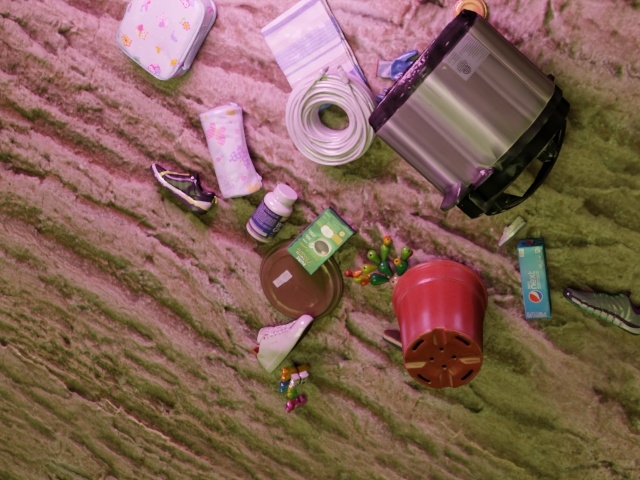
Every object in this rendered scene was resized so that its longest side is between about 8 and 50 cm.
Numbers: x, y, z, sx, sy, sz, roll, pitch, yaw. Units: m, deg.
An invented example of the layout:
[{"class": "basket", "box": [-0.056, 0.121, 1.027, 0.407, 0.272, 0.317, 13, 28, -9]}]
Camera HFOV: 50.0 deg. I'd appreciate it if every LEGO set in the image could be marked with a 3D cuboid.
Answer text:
[{"class": "LEGO set", "box": [-0.073, 0.454, 2.209, 0.087, 0.093, 0.227, 58, 154, 31]}]

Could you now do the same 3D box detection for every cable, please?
[{"class": "cable", "box": [0.031, -0.333, 1.860, 0.257, 0.089, 0.257, -29, 109, 31]}]

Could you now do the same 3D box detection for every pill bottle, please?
[{"class": "pill bottle", "box": [-0.140, -0.083, 2.033, 0.094, 0.094, 0.169, 39, 118, 3]}]

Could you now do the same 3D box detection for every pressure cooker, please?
[{"class": "pressure cooker", "box": [0.366, -0.274, 1.615, 0.420, 0.375, 0.370, 40, 115, -3]}]

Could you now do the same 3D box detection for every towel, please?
[{"class": "towel", "box": [-0.020, -0.503, 1.870, 0.209, 0.034, 0.285, -25, 99, 27]}]

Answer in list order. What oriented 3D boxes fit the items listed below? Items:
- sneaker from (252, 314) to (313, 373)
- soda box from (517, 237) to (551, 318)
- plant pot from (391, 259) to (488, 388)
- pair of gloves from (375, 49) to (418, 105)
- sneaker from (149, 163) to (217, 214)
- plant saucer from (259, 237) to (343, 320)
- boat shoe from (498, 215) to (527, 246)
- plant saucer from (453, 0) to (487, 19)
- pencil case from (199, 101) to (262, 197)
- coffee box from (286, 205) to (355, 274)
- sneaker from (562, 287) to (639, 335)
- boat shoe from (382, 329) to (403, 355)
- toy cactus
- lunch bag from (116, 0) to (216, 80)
[{"class": "sneaker", "box": [-0.132, 0.306, 2.153, 0.123, 0.106, 0.290, 44, 128, 6]}, {"class": "soda box", "box": [0.578, 0.103, 1.847, 0.067, 0.071, 0.210, -4, 107, 22]}, {"class": "plant pot", "box": [0.326, 0.238, 1.847, 0.272, 0.265, 0.273, 3, 121, 5]}, {"class": "pair of gloves", "box": [0.219, -0.406, 1.823, 0.159, 0.023, 0.198, 9, 113, 15]}, {"class": "sneaker", "box": [-0.417, -0.177, 2.126, 0.234, 0.084, 0.097, 39, 93, 2]}, {"class": "plant saucer", "box": [-0.067, 0.129, 2.115, 0.277, 0.041, 0.278, 7, 112, 19]}, {"class": "boat shoe", "box": [0.512, -0.026, 1.850, 0.100, 0.035, 0.035, -53, 59, 31]}, {"class": "plant saucer", "box": [0.372, -0.568, 1.711, 0.083, 0.013, 0.084, 7, 111, 19]}, {"class": "pencil case", "box": [-0.261, -0.259, 2.004, 0.124, 0.113, 0.273, -12, 105, 13]}, {"class": "coffee box", "box": [0.000, 0.000, 2.015, 0.113, 0.040, 0.184, 44, 100, 1]}, {"class": "sneaker", "box": [0.758, 0.160, 1.813, 0.223, 0.083, 0.098, 27, 95, 4]}, {"class": "boat shoe", "box": [0.280, 0.340, 2.041, 0.223, 0.080, 0.073, 24, 110, 6]}, {"class": "toy cactus", "box": [0.194, 0.087, 1.984, 0.219, 0.112, 0.180, -36, 113, 25]}, {"class": "lunch bag", "box": [-0.434, -0.604, 1.944, 0.224, 0.108, 0.279, 37, 119, -1]}]
